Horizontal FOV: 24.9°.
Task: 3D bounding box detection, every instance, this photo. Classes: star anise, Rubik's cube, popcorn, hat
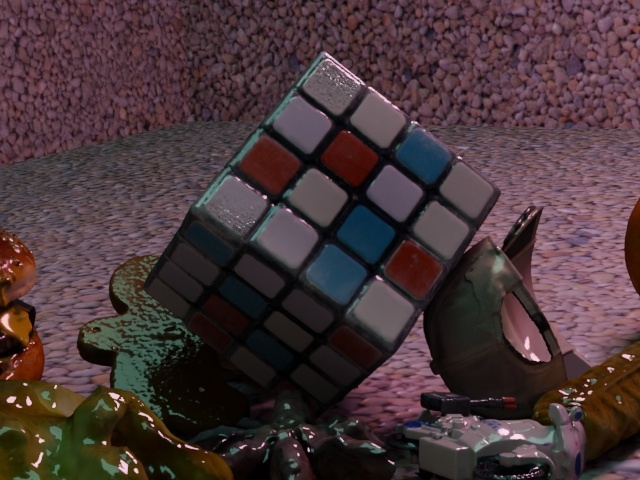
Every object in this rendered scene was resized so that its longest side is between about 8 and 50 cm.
[{"bbox_3d":[-0.034,0.207,1.399,0.229,0.093,0.236,-2,14,10],"label":"star anise"},{"bbox_3d":[-0.004,0.001,1.578,0.256,0.253,0.259,-53,4,-30],"label":"Rubik's cube"},{"bbox_3d":[-0.211,0.217,1.110,0.276,0.225,0.276,-8,14,2],"label":"popcorn"},{"bbox_3d":[0.209,0.090,1.609,0.161,0.232,0.275,-15,7,26],"label":"hat"}]

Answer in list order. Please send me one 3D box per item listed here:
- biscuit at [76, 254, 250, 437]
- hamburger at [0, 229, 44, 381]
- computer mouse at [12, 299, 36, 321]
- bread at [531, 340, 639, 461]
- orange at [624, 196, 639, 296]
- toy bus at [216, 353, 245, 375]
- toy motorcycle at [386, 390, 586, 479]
[{"bbox_3d":[-0.180,0.126,1.674,0.197,0.049,0.301,-4,41,-13],"label":"biscuit"},{"bbox_3d":[-0.487,0.089,1.810,0.291,0.225,0.291,-3,15,1],"label":"hamburger"},{"bbox_3d":[-0.523,0.101,2.101,0.147,0.088,0.264,-19,21,-41],"label":"computer mouse"},{"bbox_3d":[0.342,0.153,1.549,0.367,0.084,0.077,-18,-22,-49],"label":"bread"},{"bbox_3d":[0.514,0.010,1.761,0.284,0.226,0.284,-2,-2,0],"label":"orange"},{"bbox_3d":[-0.058,0.064,1.856,0.232,0.194,0.288,-7,10,31],"label":"toy bus"},{"bbox_3d":[0.164,0.196,1.362,0.150,0.102,0.221,-4,6,-29],"label":"toy motorcycle"}]
